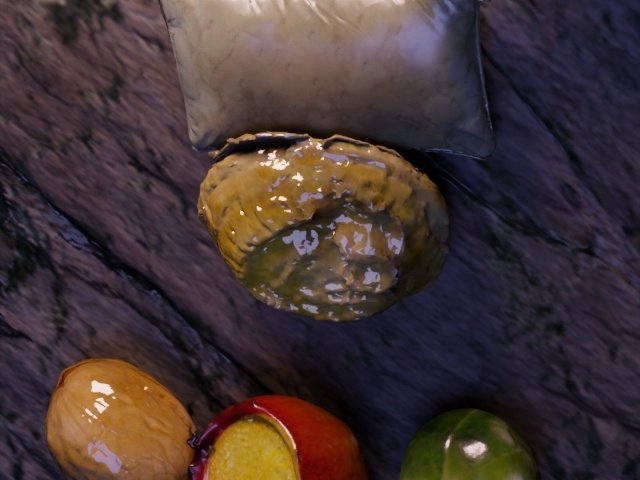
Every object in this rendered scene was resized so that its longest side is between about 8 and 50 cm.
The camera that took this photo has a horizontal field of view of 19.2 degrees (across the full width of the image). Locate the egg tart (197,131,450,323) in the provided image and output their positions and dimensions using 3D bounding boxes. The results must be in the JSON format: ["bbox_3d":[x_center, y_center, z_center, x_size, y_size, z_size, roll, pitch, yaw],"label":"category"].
[{"bbox_3d":[0.000,0.000,1.743,0.252,0.098,0.232,30,134,-18],"label":"egg tart"}]

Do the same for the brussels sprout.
[{"bbox_3d":[0.152,0.238,1.849,0.155,0.117,0.155,22,130,29],"label":"brussels sprout"}]

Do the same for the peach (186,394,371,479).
[{"bbox_3d":[-0.045,0.260,1.874,0.196,0.190,0.226,-18,131,2],"label":"peach"}]

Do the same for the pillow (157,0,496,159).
[{"bbox_3d":[0.010,-0.153,1.683,0.302,0.075,0.185,1,124,17],"label":"pillow"}]

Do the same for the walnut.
[{"bbox_3d":[-0.201,0.204,1.929,0.144,0.144,0.180,-33,110,31],"label":"walnut"}]
